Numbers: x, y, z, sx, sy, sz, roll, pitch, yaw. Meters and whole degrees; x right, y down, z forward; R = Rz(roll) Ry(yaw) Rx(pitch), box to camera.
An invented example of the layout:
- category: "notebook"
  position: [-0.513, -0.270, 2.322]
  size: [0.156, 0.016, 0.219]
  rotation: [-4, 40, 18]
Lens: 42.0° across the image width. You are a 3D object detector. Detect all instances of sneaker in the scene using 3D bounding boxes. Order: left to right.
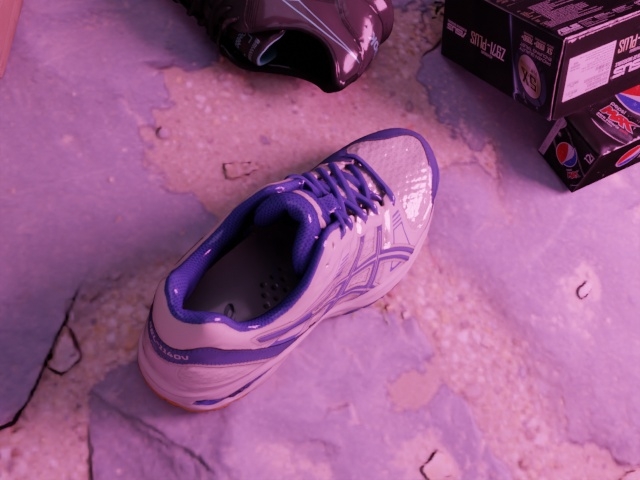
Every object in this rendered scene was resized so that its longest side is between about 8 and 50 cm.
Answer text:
- category: "sneaker"
  position: [-0.070, -0.214, 0.704]
  size: [0.267, 0.101, 0.106]
  rotation: [23, 63, 0]
- category: "sneaker"
  position: [0.000, 0.000, 0.591]
  size: [0.112, 0.131, 0.296]
  rotation: [40, 60, 11]

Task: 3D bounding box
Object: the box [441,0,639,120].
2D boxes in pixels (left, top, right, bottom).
- category: "box"
  position: [0.224, -0.196, 0.744]
  size: [0.180, 0.078, 0.147]
  rotation: [-24, 46, -23]

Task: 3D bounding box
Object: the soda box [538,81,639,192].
- category: "soda box"
  position: [0.283, -0.105, 0.749]
  size: [0.168, 0.060, 0.053]
  rotation: [-23, 66, -23]

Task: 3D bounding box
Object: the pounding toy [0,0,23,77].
- category: "pounding toy"
  position: [-0.314, -0.200, 0.639]
  size: [0.141, 0.100, 0.130]
  rotation: [7, 61, -9]
